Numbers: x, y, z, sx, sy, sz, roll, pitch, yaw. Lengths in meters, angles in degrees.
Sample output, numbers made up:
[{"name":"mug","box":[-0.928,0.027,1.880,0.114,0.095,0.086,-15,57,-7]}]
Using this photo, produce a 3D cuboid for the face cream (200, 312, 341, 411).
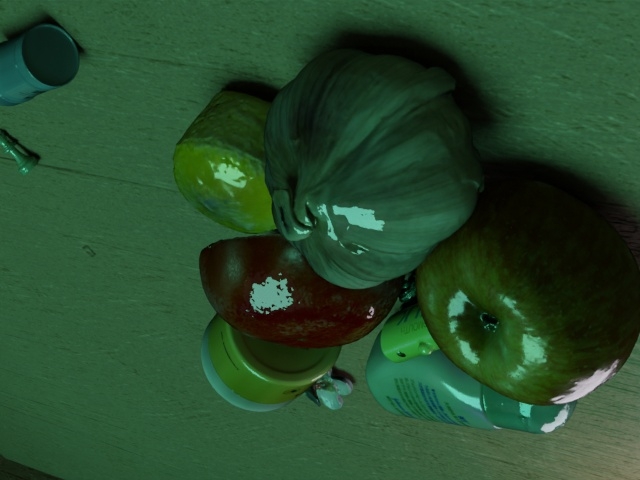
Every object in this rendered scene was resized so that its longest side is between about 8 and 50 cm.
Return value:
[{"name":"face cream","box":[-0.089,0.181,2.022,0.218,0.218,0.179,33,150,-6]}]

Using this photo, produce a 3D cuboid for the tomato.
[{"name":"tomato","box":[-0.030,0.092,1.773,0.339,0.143,0.338,2,166,1]}]

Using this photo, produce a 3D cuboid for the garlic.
[{"name":"garlic","box":[0.048,-0.091,1.445,0.241,0.321,0.322,14,166,-43]}]

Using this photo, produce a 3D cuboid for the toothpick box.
[{"name":"toothpick box","box":[-0.458,-0.272,1.760,0.153,0.101,0.101,-8,134,46]}]

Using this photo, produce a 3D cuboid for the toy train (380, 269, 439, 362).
[{"name":"toy train","box":[0.187,0.112,1.734,0.105,0.157,0.253,37,149,-15]}]

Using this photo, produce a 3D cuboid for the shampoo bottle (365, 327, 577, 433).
[{"name":"shampoo bottle","box":[0.259,0.231,1.866,0.350,0.151,0.222,3,147,40]}]

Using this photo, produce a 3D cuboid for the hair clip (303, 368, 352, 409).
[{"name":"hair clip","box":[-0.051,0.287,2.314,0.257,0.075,0.146,13,145,39]}]

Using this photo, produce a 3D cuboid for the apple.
[{"name":"apple","box":[0.269,0.076,1.487,0.309,0.250,0.277,16,135,12]}]

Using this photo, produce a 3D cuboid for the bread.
[{"name":"bread","box":[-0.116,-0.112,1.638,0.197,0.170,0.197,23,157,11]}]

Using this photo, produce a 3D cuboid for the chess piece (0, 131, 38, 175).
[{"name":"chess piece","box":[-0.570,-0.166,2.089,0.093,0.042,0.042,46,147,-19]}]
